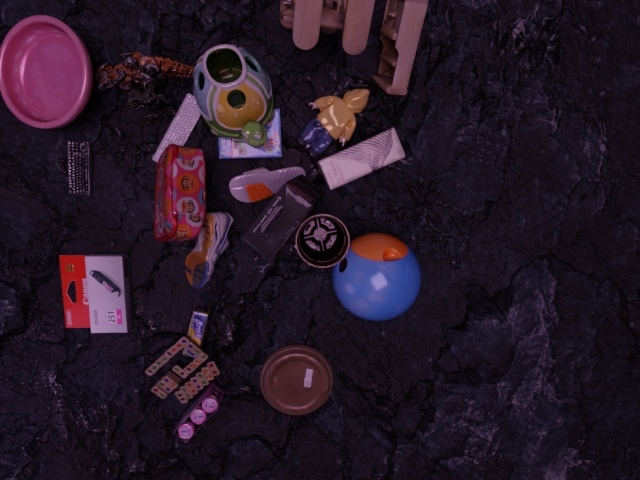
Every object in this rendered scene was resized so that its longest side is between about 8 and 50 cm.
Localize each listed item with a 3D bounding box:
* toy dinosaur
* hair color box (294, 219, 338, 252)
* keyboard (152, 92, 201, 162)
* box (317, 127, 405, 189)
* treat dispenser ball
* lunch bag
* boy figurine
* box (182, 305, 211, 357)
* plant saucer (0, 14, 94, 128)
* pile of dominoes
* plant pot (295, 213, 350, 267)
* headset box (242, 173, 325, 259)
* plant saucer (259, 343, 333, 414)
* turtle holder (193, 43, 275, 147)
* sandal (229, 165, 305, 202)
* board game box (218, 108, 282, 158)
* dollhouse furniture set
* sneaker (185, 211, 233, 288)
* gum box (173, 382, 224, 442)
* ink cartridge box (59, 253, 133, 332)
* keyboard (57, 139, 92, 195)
[{"bbox_3d":[-0.550,-0.510,1.273,0.321,0.164,0.219,-11,82,20],"label":"toy dinosaur"},{"bbox_3d":[0.000,0.000,1.409,0.167,0.053,0.093,-37,98,4],"label":"hair color box"},{"bbox_3d":[-0.478,-0.367,1.357,0.072,0.014,0.256,30,95,-6],"label":"keyboard"},{"bbox_3d":[0.134,-0.273,1.355,0.275,0.094,0.113,-25,99,1],"label":"box"},{"bbox_3d":[0.182,0.118,1.314,0.288,0.288,0.288,0,98,-2],"label":"treat dispenser ball"},{"bbox_3d":[-0.457,-0.141,1.281,0.120,0.258,0.293,3,82,-34],"label":"lunch bag"},{"bbox_3d":[0.041,-0.406,1.335,0.177,0.092,0.285,44,93,-7],"label":"boy figurine"},{"bbox_3d":[-0.439,0.326,1.432,0.054,0.059,0.169,15,97,-4],"label":"box"},{"bbox_3d":[-0.844,-0.516,1.257,0.332,0.084,0.332,1,97,12],"label":"plant saucer"},{"bbox_3d":[-0.491,0.476,1.422,0.251,0.040,0.196,-41,105,18],"label":"pile of dominoes"},{"bbox_3d":[0.004,-0.009,1.297,0.166,0.165,0.167,0,98,-2],"label":"plant pot"},{"bbox_3d":[-0.109,-0.079,1.252,0.110,0.293,0.218,39,107,-3],"label":"headset box"},{"bbox_3d":[-0.089,0.522,1.485,0.277,0.041,0.278,0,97,-3],"label":"plant saucer"},{"bbox_3d":[-0.268,-0.428,1.210,0.243,0.227,0.321,4,78,-1],"label":"turtle holder"},{"bbox_3d":[-0.183,-0.202,1.367,0.265,0.076,0.102,-15,124,-21],"label":"sandal"},{"bbox_3d":[-0.238,-0.359,1.355,0.211,0.039,0.160,-2,97,-1],"label":"board game box"},{"bbox_3d":[0.076,-0.601,1.190,0.394,0.362,0.257,0,124,-13],"label":"dollhouse furniture set"},{"bbox_3d":[-0.368,0.037,1.371,0.112,0.131,0.297,36,120,20],"label":"sneaker"},{"bbox_3d":[-0.432,0.614,1.448,0.062,0.107,0.188,42,94,-7],"label":"gum box"},{"bbox_3d":[-0.792,0.184,1.398,0.238,0.060,0.275,-1,98,-4],"label":"ink cartridge box"},{"bbox_3d":[-0.831,-0.245,1.354,0.108,0.023,0.180,3,97,-3],"label":"keyboard"}]
